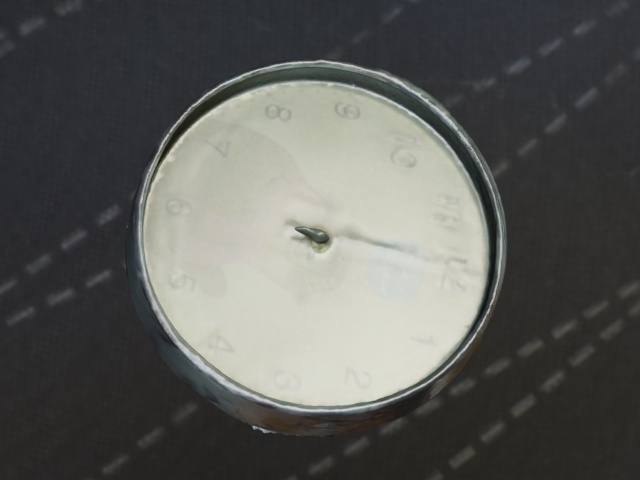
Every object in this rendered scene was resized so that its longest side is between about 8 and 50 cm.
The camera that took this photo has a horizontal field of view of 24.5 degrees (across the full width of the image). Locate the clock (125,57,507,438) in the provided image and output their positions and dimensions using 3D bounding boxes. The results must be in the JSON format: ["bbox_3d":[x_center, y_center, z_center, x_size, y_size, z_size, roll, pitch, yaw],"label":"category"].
[{"bbox_3d":[0.000,0.000,1.056,0.280,0.281,0.055,-29,168,-16],"label":"clock"}]
